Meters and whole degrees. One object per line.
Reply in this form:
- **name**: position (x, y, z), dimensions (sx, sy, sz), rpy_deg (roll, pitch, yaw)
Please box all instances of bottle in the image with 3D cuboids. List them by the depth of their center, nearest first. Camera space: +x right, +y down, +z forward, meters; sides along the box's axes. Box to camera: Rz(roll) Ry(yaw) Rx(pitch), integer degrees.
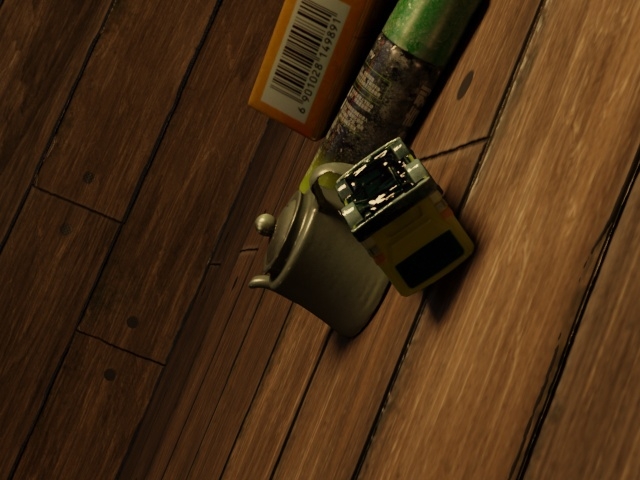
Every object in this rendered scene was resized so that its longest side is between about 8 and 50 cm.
- **bottle**: position (0.083, -0.178, 1.139), dimensions (0.330, 0.093, 0.093), rpy_deg (-61, 12, 25)

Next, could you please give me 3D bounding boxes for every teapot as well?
- **teapot**: position (0.000, 0.000, 1.025), dimensions (0.239, 0.149, 0.162), rpy_deg (-54, 15, 48)

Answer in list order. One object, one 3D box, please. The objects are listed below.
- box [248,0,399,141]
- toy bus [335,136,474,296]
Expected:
- **box**: position (0.073, -0.356, 1.194), dimensions (0.264, 0.116, 0.415), rpy_deg (-36, -27, -59)
- **toy bus**: position (0.073, -0.026, 0.852), dimensions (0.088, 0.101, 0.175), rpy_deg (-35, 17, 8)
